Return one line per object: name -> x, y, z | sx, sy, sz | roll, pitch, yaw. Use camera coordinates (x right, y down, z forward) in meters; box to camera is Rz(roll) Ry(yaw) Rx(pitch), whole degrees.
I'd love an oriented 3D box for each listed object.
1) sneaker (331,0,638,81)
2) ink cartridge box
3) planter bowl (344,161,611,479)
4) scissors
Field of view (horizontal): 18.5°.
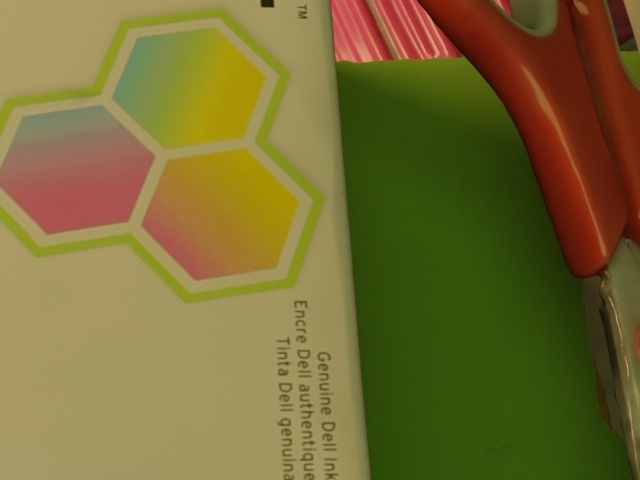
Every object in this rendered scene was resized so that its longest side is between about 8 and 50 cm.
sneaker -> 0.092, -0.094, 0.651 | 0.252, 0.111, 0.103 | -22, 61, 19
ink cartridge box -> 0.000, 0.000, 0.505 | 0.255, 0.097, 0.189 | -1, 60, -6
planter bowl -> -0.010, 0.041, 0.590 | 0.217, 0.090, 0.217 | 3, 60, -4
scissors -> 0.088, 0.014, 0.504 | 0.109, 0.021, 0.297 | 2, 63, -45
